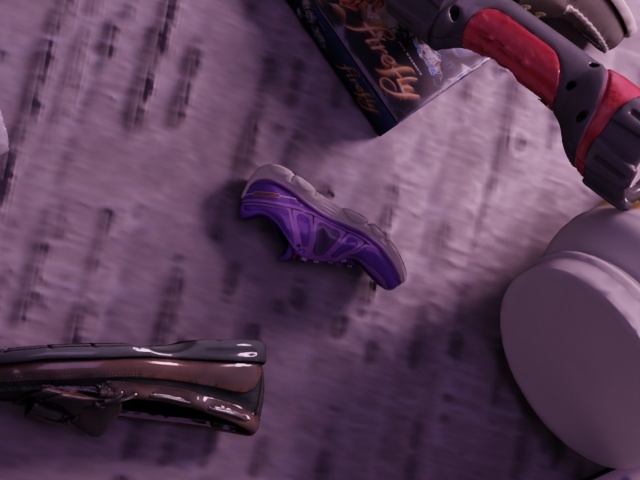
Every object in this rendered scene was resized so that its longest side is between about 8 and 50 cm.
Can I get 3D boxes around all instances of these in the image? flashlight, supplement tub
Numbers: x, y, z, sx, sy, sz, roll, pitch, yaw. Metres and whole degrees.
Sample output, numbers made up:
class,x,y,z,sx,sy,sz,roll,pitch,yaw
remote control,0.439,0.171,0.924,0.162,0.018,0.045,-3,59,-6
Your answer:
class,x,y,z,sx,sy,sz,roll,pitch,yaw
flashlight,0.189,-0.151,1.590,0.304,0.103,0.103,39,12,24
supplement tub,0.356,0.047,1.649,0.331,0.241,0.241,-29,89,-29

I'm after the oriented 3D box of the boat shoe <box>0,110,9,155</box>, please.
class,x,y,z,sx,sy,sz,roll,pitch,yaw
boat shoe,-0.361,-0.185,1.457,0.094,0.109,0.302,-29,80,-14

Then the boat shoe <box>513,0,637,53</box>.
class,x,y,z,sx,sy,sz,roll,pitch,yaw
boat shoe,0.197,-0.276,1.733,0.305,0.109,0.091,39,90,-32

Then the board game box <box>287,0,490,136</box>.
class,x,y,z,sx,sy,sz,roll,pitch,yaw
board game box,0.053,-0.245,1.697,0.165,0.042,0.243,-36,93,-30

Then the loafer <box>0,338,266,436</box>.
class,x,y,z,sx,sy,sz,roll,pitch,yaw
loafer,-0.163,0.127,1.459,0.267,0.096,0.084,-1,82,-28

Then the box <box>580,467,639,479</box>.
class,x,y,z,sx,sy,sz,roll,pitch,yaw
box,0.240,0.312,1.628,0.233,0.044,0.159,-18,84,-29

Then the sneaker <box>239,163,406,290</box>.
class,x,y,z,sx,sy,sz,roll,pitch,yaw
sneaker,0.000,0.000,1.601,0.170,0.068,0.071,32,79,-5
